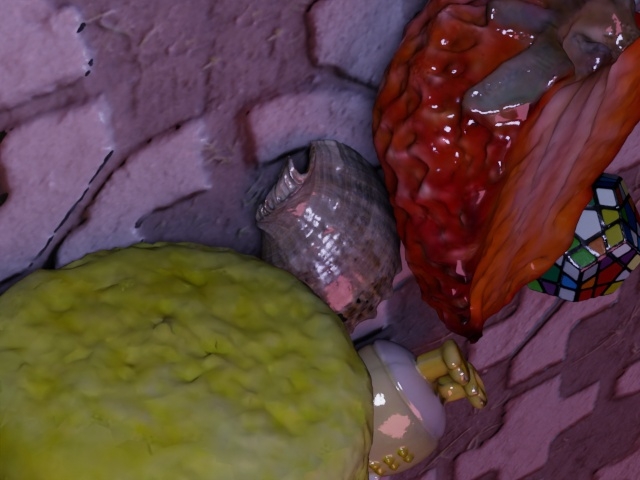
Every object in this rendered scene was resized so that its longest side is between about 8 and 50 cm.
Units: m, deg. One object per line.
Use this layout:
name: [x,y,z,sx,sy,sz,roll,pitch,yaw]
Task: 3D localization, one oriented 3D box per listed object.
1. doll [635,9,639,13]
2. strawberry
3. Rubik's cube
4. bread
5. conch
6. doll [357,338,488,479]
doll: [0.224,-0.128,1.270,0.227,0.057,0.114,-38,141,18]
strawberry: [0.129,-0.072,1.157,0.265,0.149,0.336,-39,153,-36]
Rubik's cube: [0.237,-0.007,1.372,0.112,0.133,0.133,-20,153,25]
bread: [-0.113,0.192,1.102,0.348,0.348,0.308,-13,135,-31]
conch: [0.000,0.000,1.205,0.155,0.130,0.207,-62,147,-44]
doll: [0.020,0.197,1.416,0.296,0.117,0.141,-39,143,3]
